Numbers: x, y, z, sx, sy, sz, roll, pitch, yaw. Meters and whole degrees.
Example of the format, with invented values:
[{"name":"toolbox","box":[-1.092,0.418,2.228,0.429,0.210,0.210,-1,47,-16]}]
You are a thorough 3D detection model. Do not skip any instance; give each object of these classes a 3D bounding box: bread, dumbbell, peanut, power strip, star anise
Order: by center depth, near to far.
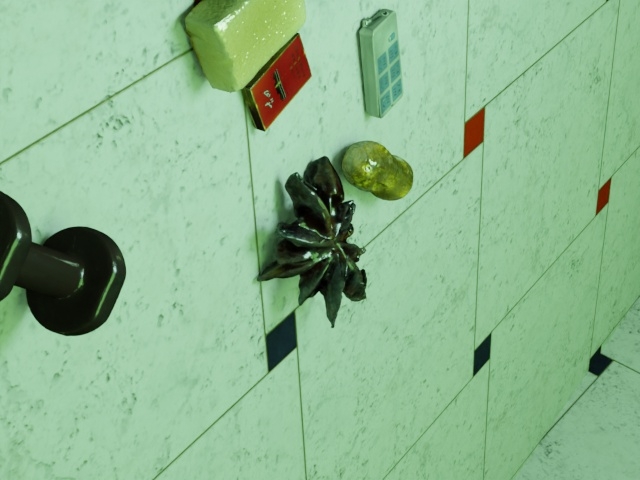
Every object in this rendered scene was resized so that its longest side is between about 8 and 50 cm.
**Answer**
[{"name":"dumbbell","box":[-0.341,0.029,1.409,0.225,0.124,0.140,26,87,-61]},{"name":"bread","box":[-0.099,-0.304,1.654,0.188,0.068,0.125,-51,146,-30]},{"name":"star anise","box":[-0.003,0.001,1.962,0.212,0.129,0.283,-58,141,-30]},{"name":"power strip","box":[0.103,-0.297,2.025,0.081,0.035,0.192,-46,144,-35]},{"name":"peanut","box":[0.098,-0.120,2.082,0.206,0.087,0.087,20,91,-63]}]

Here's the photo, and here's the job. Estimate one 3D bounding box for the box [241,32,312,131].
[{"name":"box","box":[-0.065,-0.239,1.798,0.133,0.023,0.090,-52,144,-28]}]
